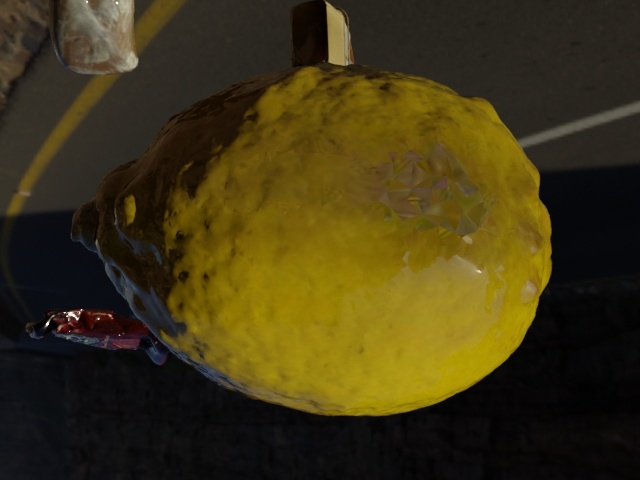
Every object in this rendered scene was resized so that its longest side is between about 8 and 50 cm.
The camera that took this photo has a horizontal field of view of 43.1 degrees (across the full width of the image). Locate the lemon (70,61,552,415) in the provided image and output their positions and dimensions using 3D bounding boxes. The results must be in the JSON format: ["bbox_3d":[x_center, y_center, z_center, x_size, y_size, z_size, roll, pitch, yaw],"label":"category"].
[{"bbox_3d":[0.007,0.001,0.613,0.316,0.285,0.285,-8,162,20],"label":"lemon"}]

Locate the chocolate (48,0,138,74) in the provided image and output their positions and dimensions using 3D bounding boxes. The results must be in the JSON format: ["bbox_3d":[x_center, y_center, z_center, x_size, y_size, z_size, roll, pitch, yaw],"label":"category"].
[{"bbox_3d":[-0.415,-0.414,1.457,0.157,0.253,0.080,-1,-152,-7],"label":"chocolate"}]

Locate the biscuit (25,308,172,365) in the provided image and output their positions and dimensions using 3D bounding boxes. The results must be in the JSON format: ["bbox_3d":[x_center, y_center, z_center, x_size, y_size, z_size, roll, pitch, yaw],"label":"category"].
[{"bbox_3d":[-0.349,0.150,1.296,0.236,0.063,0.151,11,158,-17],"label":"biscuit"}]

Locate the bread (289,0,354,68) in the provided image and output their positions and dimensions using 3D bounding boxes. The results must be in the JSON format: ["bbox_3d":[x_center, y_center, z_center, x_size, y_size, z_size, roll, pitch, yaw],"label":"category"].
[{"bbox_3d":[0.000,-0.386,1.725,0.143,0.224,0.212,-7,161,14],"label":"bread"}]
